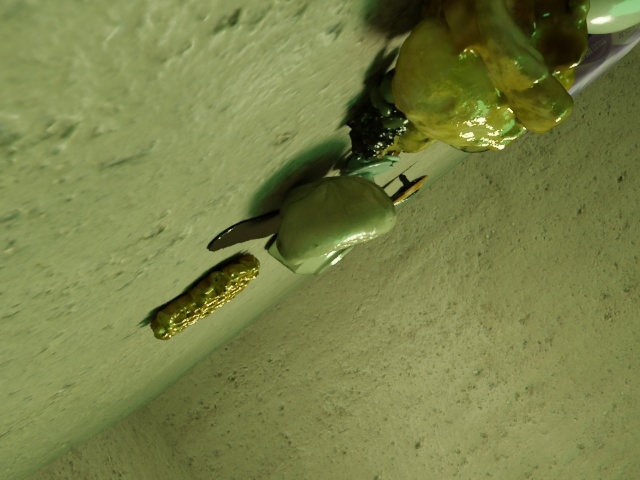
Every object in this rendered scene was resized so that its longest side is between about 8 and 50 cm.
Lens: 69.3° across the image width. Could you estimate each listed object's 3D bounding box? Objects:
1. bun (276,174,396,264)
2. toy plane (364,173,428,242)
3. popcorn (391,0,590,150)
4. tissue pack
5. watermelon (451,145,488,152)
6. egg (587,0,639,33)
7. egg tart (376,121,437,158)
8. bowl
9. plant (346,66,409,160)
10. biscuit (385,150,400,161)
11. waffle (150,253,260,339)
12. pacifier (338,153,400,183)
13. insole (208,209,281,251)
[{"bbox_3d":[0.015,-0.043,0.811,0.231,0.133,0.231,-21,179,0],"label":"bun"},{"bbox_3d":[0.224,-0.134,1.566,0.316,0.103,0.204,-45,175,1],"label":"toy plane"},{"bbox_3d":[0.170,-0.193,0.484,0.190,0.191,0.253,-8,180,19],"label":"popcorn"},{"bbox_3d":[0.637,-0.461,1.196,0.338,0.160,0.242,-39,172,3],"label":"tissue pack"},{"bbox_3d":[0.500,-0.332,1.437,0.193,0.145,0.137,-37,168,-9],"label":"watermelon"},{"bbox_3d":[0.440,-0.388,0.678,0.209,0.151,0.151,-35,173,-4],"label":"egg"},{"bbox_3d":[0.201,-0.227,0.776,0.279,0.095,0.279,-39,174,-5],"label":"egg tart"},{"bbox_3d":[0.000,0.000,1.115,0.237,0.126,0.238,-38,173,-5],"label":"bowl"},{"bbox_3d":[0.087,-0.172,0.634,0.174,0.087,0.085,118,-10,-67],"label":"plant"},{"bbox_3d":[0.144,-0.179,1.119,0.119,0.019,0.130,-32,172,-39],"label":"biscuit"},{"bbox_3d":[-0.236,0.117,0.990,0.253,0.056,0.249,-38,174,23],"label":"waffle"},{"bbox_3d":[0.104,-0.115,0.907,0.126,0.117,0.150,-18,176,5],"label":"pacifier"},{"bbox_3d":[-0.105,-0.029,0.890,0.111,0.007,0.328,-42,172,25],"label":"insole"}]
